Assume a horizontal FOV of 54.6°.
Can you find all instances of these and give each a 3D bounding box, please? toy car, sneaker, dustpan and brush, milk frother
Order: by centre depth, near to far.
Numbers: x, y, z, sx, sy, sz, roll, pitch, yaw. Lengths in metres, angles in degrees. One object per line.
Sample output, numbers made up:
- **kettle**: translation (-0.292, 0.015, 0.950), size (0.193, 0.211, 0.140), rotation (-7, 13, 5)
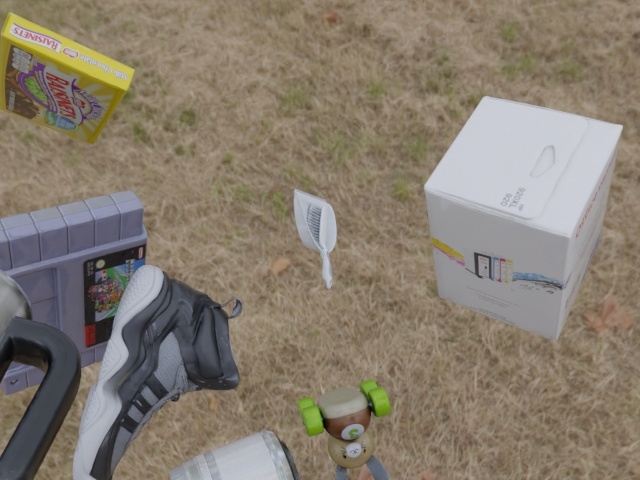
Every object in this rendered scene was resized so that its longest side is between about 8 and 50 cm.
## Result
- **milk frother**: translation (-0.221, 0.106, 0.351), size (0.129, 0.143, 0.134), rotation (31, 35, -20)
- **sneaker**: translation (-0.179, 0.172, 0.707), size (0.153, 0.101, 0.268), rotation (18, 92, -17)
- **toy car**: translation (0.057, 0.376, 1.153), size (0.155, 0.149, 0.188), rotation (-14, 90, -8)
- **dustpan and brush**: translation (0.000, 0.000, 1.352), size (0.060, 0.147, 0.211), rotation (-3, 81, 30)

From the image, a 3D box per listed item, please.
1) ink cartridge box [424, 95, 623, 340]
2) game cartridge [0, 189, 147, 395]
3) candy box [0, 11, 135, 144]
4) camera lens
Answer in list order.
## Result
- **ink cartridge box**: translation (0.246, -0.026, 0.766), size (0.168, 0.232, 0.171), rotation (21, 61, 28)
- **game cartridge**: translation (-0.386, 0.089, 0.953), size (0.230, 0.355, 0.068), rotation (-14, 52, -31)
- **candy box**: translation (-0.253, -0.145, 0.600), size (0.105, 0.206, 0.027), rotation (19, 76, -25)
- **camera lens**: translation (-0.195, 0.591, 1.465), size (0.274, 0.219, 0.219), rotation (-16, 54, -17)
